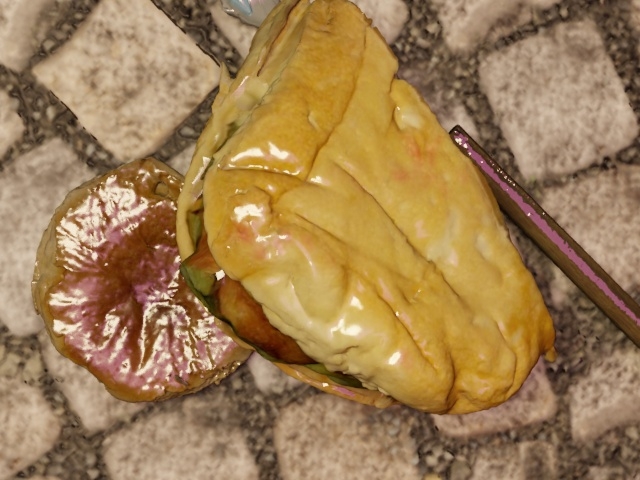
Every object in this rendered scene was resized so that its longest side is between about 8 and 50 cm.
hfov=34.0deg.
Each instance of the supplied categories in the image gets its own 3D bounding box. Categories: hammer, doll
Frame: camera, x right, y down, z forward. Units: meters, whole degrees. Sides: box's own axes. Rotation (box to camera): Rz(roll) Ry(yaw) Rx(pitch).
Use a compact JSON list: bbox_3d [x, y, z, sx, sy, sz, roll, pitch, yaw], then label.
[{"bbox_3d":[0.232,0.043,0.857,0.365,0.111,0.043,45,84,0],"label":"hammer"},{"bbox_3d":[-0.062,-0.202,0.831,0.114,0.039,0.057,43,44,1],"label":"doll"}]

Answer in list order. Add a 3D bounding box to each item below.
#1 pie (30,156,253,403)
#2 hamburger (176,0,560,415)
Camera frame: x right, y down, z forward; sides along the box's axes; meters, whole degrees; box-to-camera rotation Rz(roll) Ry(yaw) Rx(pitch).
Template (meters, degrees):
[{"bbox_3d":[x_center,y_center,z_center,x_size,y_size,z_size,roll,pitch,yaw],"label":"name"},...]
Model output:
[{"bbox_3d":[-0.132,0.038,0.825,0.195,0.046,0.195,0,93,-7],"label":"pie"},{"bbox_3d":[-0.001,0.001,0.747,0.209,0.162,0.330,-34,96,-33],"label":"hamburger"}]
